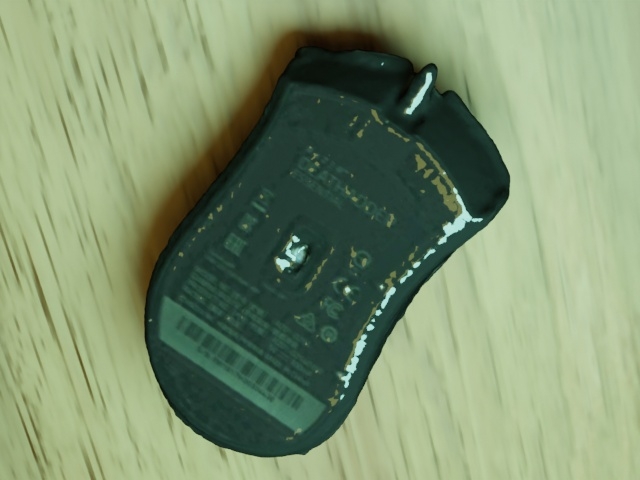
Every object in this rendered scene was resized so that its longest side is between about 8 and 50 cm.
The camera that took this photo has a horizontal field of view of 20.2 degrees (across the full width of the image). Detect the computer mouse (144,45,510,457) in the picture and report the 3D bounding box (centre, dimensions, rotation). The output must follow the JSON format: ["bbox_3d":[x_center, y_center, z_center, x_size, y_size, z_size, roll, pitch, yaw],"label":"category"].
[{"bbox_3d":[0.000,0.000,1.042,0.147,0.088,0.264,36,115,0],"label":"computer mouse"}]
